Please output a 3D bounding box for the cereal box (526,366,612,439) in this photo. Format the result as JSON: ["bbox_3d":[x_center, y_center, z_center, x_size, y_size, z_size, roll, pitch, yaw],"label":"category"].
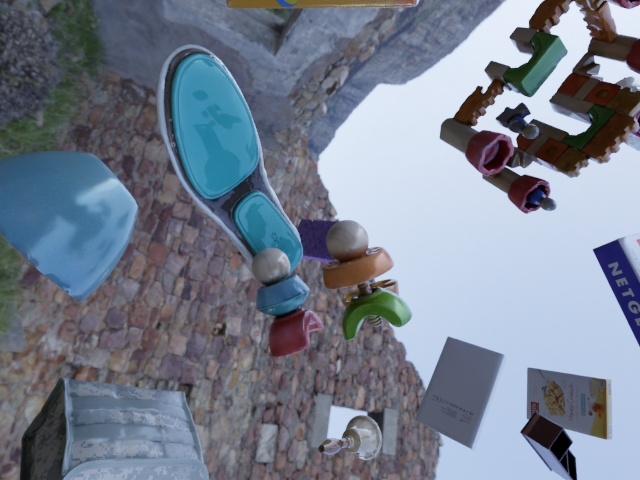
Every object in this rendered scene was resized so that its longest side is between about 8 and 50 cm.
[{"bbox_3d":[0.781,0.508,1.319,0.240,0.047,0.173,-10,-110,52],"label":"cereal box"}]

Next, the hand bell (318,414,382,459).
[{"bbox_3d":[0.069,0.573,1.179,0.126,0.242,0.126,-10,-110,30],"label":"hand bell"}]

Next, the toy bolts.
[{"bbox_3d":[0.008,0.059,0.654,0.229,0.158,0.218,-20,-176,14],"label":"toy bolts"}]

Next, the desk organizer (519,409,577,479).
[{"bbox_3d":[0.389,0.345,0.685,0.047,0.130,0.050,-46,-157,-12],"label":"desk organizer"}]

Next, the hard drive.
[{"bbox_3d":[0.528,0.562,1.573,0.233,0.047,0.353,11,-113,45],"label":"hard drive"}]

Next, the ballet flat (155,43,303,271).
[{"bbox_3d":[-0.148,-0.095,0.645,0.139,0.400,0.139,-12,-137,12],"label":"ballet flat"}]

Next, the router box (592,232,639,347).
[{"bbox_3d":[0.847,0.128,0.954,0.082,0.301,0.335,110,-33,-69],"label":"router box"}]

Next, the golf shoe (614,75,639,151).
[{"bbox_3d":[0.826,-0.279,1.046,0.115,0.306,0.140,-46,-147,36],"label":"golf shoe"}]

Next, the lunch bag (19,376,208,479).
[{"bbox_3d":[-0.309,0.372,0.638,0.169,0.235,0.287,-54,-138,10],"label":"lunch bag"}]

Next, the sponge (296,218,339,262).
[{"bbox_3d":[0.000,0.000,1.151,0.210,0.031,0.117,7,-114,47],"label":"sponge"}]

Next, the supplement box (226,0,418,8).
[{"bbox_3d":[0.001,-0.321,0.491,0.080,0.233,0.078,-68,159,-45],"label":"supplement box"}]

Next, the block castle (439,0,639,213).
[{"bbox_3d":[0.507,-0.294,0.869,0.453,0.303,0.213,-53,-139,13],"label":"block castle"}]

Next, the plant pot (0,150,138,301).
[{"bbox_3d":[-0.474,-0.055,0.793,0.195,0.290,0.290,-43,-165,-21],"label":"plant pot"}]
